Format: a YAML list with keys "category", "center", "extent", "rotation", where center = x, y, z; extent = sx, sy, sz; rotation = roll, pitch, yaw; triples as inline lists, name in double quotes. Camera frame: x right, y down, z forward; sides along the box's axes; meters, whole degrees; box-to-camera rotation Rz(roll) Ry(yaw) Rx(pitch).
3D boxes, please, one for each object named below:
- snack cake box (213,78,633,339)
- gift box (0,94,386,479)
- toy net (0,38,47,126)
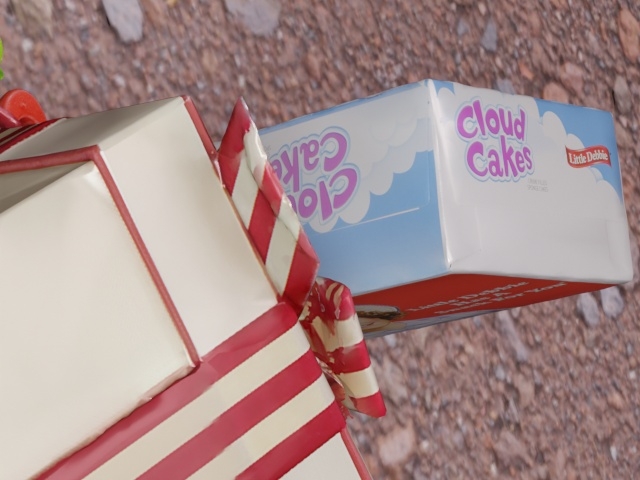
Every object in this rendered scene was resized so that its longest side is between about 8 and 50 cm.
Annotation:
- category: "snack cake box"
  center: [0.000, 0.000, 0.934]
  extent: [0.152, 0.264, 0.089]
  rotation: [7, 74, -49]
- category: "gift box"
  center: [-0.132, 0.074, 0.730]
  extent: [0.258, 0.255, 0.276]
  rotation: [-33, 112, -33]
- category: "toy net"
  center: [-0.166, 0.006, 0.912]
  extent: [0.122, 0.045, 0.232]
  rotation: [-35, 109, -51]
